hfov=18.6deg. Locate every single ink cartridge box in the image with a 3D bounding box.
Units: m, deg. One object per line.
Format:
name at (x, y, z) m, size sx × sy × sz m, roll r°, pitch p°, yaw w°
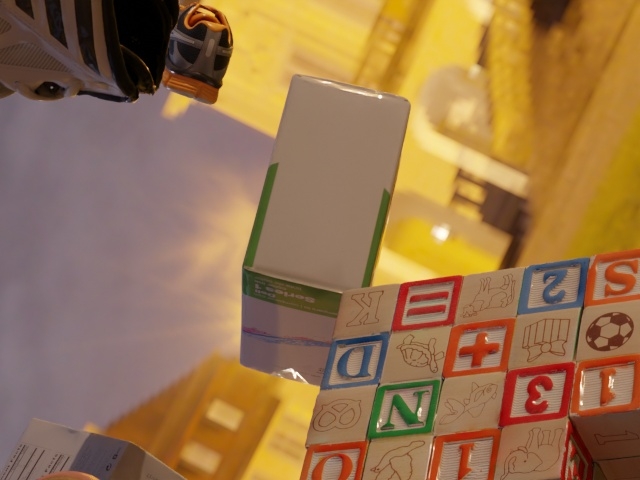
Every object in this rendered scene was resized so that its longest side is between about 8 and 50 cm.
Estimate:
ink cartridge box at (0.000, 0.000, 1.849) m, size 0.278 × 0.117 × 0.201 m, roll 98°, pitch -174°, yaw -68°

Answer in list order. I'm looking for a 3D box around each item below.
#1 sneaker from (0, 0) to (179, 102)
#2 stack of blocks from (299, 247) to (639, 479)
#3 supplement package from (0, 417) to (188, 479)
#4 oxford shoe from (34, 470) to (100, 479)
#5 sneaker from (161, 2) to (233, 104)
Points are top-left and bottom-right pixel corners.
sneaker at (-0.263, -0.124, 1.483) m, size 0.447 × 0.257 × 0.169 m, roll -55°, pitch 10°, yaw 52°
stack of blocks at (0.147, 0.101, 1.176) m, size 0.087 × 0.297 × 0.171 m, roll 59°, pitch -148°, yaw -39°
supplement package at (-0.268, 0.309, 2.297) m, size 0.244 × 0.139 × 0.134 m, roll 3°, pitch 60°, yaw 55°
oxford shoe at (-0.257, 0.318, 1.255) m, size 0.397 × 0.140 × 0.146 m, roll -53°, pitch -6°, yaw 11°
sneaker at (-0.130, -0.214, 2.067) m, size 0.215 × 0.084 × 0.083 m, roll -119°, pitch 47°, yaw -63°
